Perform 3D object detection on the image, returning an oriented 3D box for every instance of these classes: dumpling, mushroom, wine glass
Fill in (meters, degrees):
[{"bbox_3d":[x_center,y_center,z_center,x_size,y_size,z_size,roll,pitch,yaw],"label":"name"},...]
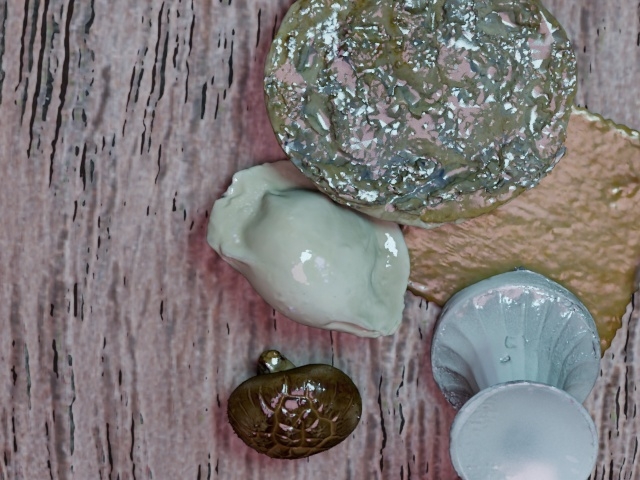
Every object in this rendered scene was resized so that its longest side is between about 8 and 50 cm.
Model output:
[{"bbox_3d":[0.001,0.001,1.587,0.181,0.111,0.155,32,75,-33],"label":"dumpling"},{"bbox_3d":[-0.024,0.160,1.640,0.126,0.085,0.109,-18,107,12],"label":"mushroom"},{"bbox_3d":[0.180,0.136,1.564,0.165,0.196,0.165,1,112,2],"label":"wine glass"}]

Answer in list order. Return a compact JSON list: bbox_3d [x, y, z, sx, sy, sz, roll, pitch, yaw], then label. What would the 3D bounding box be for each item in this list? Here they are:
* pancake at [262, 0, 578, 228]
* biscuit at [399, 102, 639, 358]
[{"bbox_3d":[0.089,-0.137,1.546,0.282,0.049,0.282,-1,98,-5],"label":"pancake"},{"bbox_3d":[0.204,-0.018,1.620,0.237,0.013,0.232,24,107,-8],"label":"biscuit"}]
